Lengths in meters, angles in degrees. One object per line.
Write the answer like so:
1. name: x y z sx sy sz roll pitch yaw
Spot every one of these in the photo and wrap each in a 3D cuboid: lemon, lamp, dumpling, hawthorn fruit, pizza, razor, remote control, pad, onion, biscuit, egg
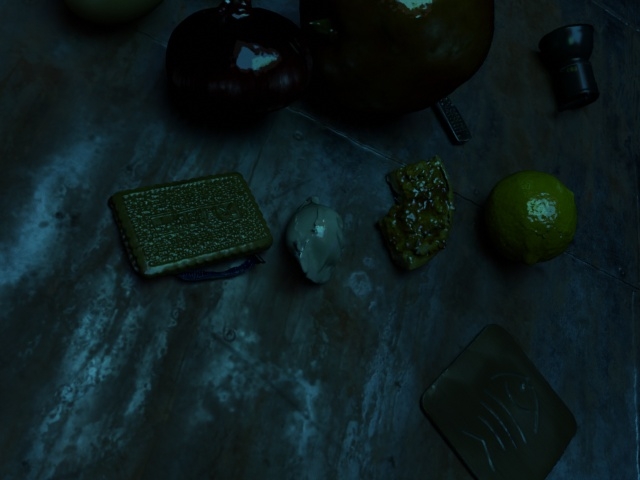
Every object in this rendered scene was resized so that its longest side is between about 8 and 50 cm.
1. lemon: 0.453 -0.052 1.349 0.192 0.192 0.230 22 59 -17
2. lamp: 0.694 -0.450 1.701 0.172 0.147 0.227 7 71 -50
3. dumpling: 0.000 0.000 1.155 0.127 0.108 0.187 43 35 -32
4. hawthorn fruit: 0.128 -0.448 1.245 0.403 0.403 0.402 11 63 -23
5. pizza: 0.208 -0.068 1.296 0.162 0.085 0.305 27 57 -13
6. razor: -0.173 0.052 1.079 0.155 0.044 0.028 -12 117 -27
7. remote control: 0.293 -0.324 1.490 0.059 0.028 0.212 -19 78 -36
8. pad: 0.360 0.341 1.226 0.284 0.018 0.286 -36 87 -34
9. onion: -0.148 -0.357 1.137 0.274 0.284 0.273 2 37 -2
10. biscuit: -0.221 -0.035 1.082 0.255 0.029 0.172 -15 68 -31
11. egg: -0.371 -0.499 1.129 0.201 0.201 0.244 32 69 -11
